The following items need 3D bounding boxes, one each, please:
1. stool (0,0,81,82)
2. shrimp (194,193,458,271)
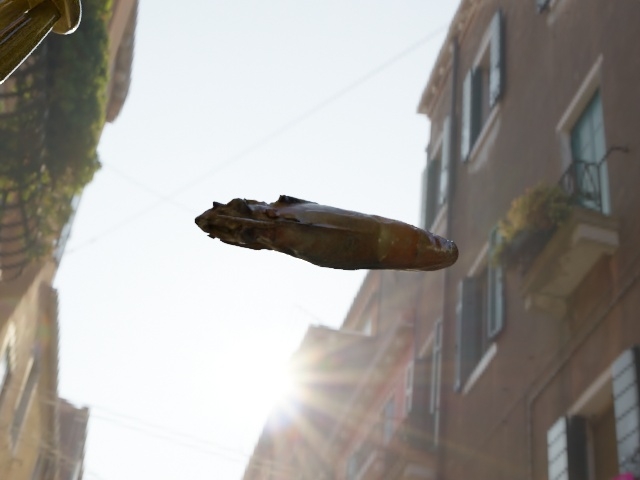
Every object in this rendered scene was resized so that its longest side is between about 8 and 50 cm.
[{"bbox_3d":[-0.249,-0.178,0.728,0.134,0.110,0.135,48,-23,6],"label":"stool"},{"bbox_3d":[0.000,0.002,0.838,0.251,0.052,0.143,15,-14,-32],"label":"shrimp"}]
